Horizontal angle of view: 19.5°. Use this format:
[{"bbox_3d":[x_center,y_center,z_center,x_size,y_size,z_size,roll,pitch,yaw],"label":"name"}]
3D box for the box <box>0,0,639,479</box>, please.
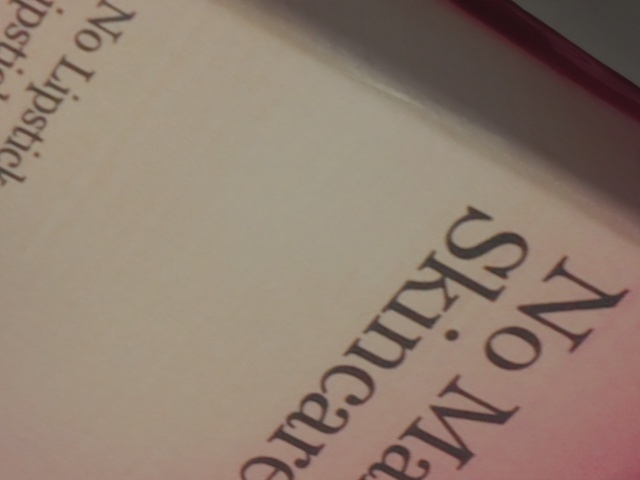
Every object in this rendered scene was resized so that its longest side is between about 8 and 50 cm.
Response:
[{"bbox_3d":[0.000,0.000,0.412,0.232,0.127,0.148,28,121,-19],"label":"box"}]
